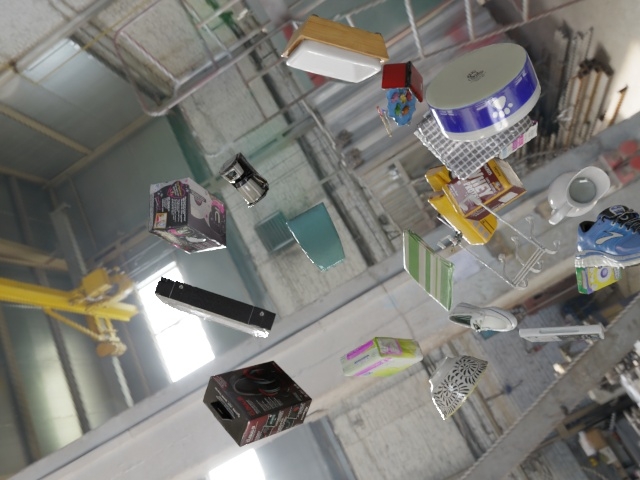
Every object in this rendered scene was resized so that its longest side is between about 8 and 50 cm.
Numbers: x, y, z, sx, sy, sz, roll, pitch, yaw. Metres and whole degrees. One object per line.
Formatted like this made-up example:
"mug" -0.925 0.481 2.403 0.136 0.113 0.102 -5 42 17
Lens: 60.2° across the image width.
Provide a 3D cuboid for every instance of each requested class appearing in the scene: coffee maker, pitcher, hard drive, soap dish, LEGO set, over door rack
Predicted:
"coffee maker" -0.294 -0.237 2.113 0.178 0.120 0.171 49 178 -22
"pitcher" 0.673 -0.111 1.497 0.125 0.178 0.207 46 -172 8
"hard drive" -0.305 0.202 1.625 0.339 0.064 0.237 20 164 -4
"soap dish" 0.045 -0.609 1.767 0.229 0.291 0.118 -170 89 -71
"LEGO set" 0.393 -0.001 1.578 0.083 0.024 0.054 85 -161 -67
"over door rack" 0.577 -0.004 1.795 0.324 0.108 0.239 31 145 13

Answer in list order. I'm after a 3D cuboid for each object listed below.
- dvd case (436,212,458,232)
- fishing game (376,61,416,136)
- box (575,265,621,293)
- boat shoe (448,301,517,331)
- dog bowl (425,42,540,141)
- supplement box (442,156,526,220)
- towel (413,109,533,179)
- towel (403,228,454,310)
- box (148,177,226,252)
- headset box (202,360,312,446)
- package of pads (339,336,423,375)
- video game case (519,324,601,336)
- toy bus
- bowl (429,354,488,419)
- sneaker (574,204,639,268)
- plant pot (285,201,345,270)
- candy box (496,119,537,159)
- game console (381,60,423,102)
"dvd case" 0.622 -0.116 2.405 0.239 0.179 0.030 33 157 -22
"fishing game" 0.304 -0.509 2.020 0.041 0.264 0.189 12 145 42
"box" 0.937 0.101 1.844 0.043 0.179 0.105 18 126 64
"boat shoe" 0.495 0.250 1.705 0.226 0.076 0.083 1 121 58
"dog bowl" 0.405 -0.376 1.395 0.104 0.265 0.264 53 -169 -34
"supplement box" 0.551 -0.172 1.856 0.194 0.191 0.129 3 -125 -56
"towel" 0.454 -0.344 1.654 0.235 0.284 0.121 44 -164 -16
"towel" 0.458 0.117 2.363 0.325 0.038 0.247 46 150 49
"box" -0.409 -0.075 1.739 0.247 0.142 0.163 45 -140 -66
"headset box" -0.210 0.510 1.748 0.293 0.110 0.218 -3 -151 -45
"package of pads" 0.266 0.496 2.350 0.297 0.229 0.101 13 -129 -42
"video game case" 0.586 0.225 1.336 0.190 0.173 0.022 26 -120 -58
"toy bus" 0.525 -0.137 2.099 0.333 0.130 0.108 42 162 -19
"bowl" 0.308 0.326 1.294 0.080 0.170 0.170 38 -175 13
"sneaker" 0.716 -0.012 1.302 0.330 0.130 0.147 167 95 -75
"plant pot" 0.000 0.000 2.188 0.234 0.166 0.166 61 -179 10
"candy box" 0.741 -0.425 2.244 0.159 0.234 0.071 36 154 43
"game console" 0.273 -0.519 1.822 0.124 0.085 0.143 41 -139 -33
